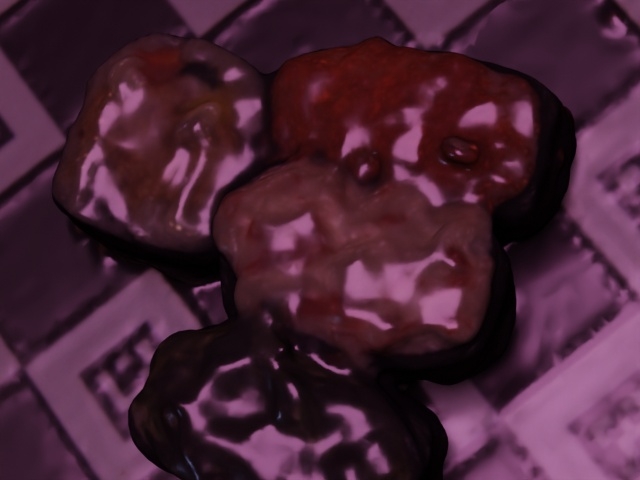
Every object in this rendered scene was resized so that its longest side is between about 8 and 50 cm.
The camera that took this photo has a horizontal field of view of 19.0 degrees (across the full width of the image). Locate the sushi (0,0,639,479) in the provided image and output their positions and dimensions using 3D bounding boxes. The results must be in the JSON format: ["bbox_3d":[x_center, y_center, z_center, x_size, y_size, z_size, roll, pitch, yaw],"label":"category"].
[{"bbox_3d":[0.000,0.000,0.484,0.231,0.047,0.219,-6,71,13],"label":"sushi"}]

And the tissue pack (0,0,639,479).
[{"bbox_3d":[0.077,0.088,0.547,0.287,0.162,0.388,-15,69,6],"label":"tissue pack"}]
